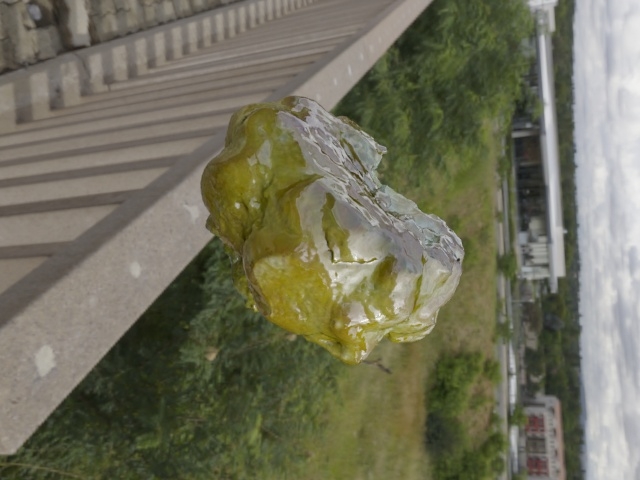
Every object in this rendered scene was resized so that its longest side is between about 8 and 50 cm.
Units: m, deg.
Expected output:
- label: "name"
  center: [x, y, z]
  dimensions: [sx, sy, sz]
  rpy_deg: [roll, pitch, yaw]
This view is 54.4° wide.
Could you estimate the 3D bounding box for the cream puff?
- label: "cream puff"
  center: [0.001, 0.000, 0.605]
  dimensions: [0.282, 0.185, 0.281]
  rpy_deg: [35, 24, -19]
